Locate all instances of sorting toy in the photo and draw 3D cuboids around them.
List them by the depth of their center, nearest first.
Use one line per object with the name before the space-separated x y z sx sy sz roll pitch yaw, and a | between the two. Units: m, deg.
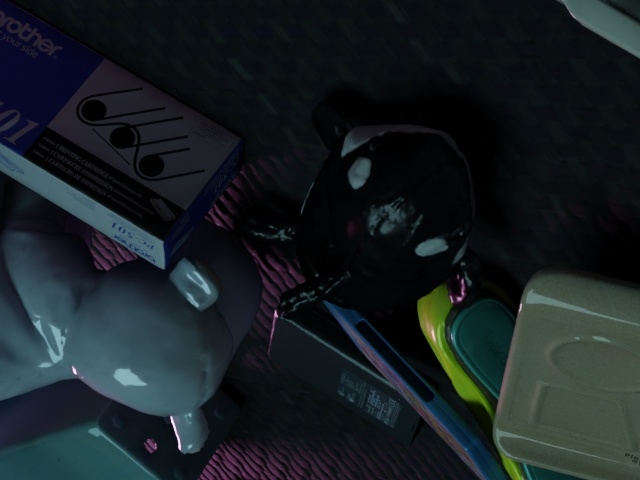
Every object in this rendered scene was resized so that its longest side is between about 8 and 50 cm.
sorting toy | 0.207 0.091 1.103 0.193 0.038 0.208 14 148 7

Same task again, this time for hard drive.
hard drive | 0.022 0.101 1.420 0.135 0.022 0.094 32 155 10

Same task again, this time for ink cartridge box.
ink cartridge box | -0.164 -0.075 1.260 0.207 0.097 0.046 31 155 12

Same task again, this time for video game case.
video game case | 0.066 0.105 1.284 0.166 0.015 0.119 46 176 30

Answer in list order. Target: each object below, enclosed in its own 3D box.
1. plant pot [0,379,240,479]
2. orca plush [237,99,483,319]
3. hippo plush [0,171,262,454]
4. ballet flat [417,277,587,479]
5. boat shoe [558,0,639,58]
plant pot | -0.189 0.181 1.681 0.165 0.165 0.234 43 148 -14
orca plush | 0.000 0.000 1.143 0.151 0.102 0.287 59 160 -15
hippo plush | -0.171 0.024 1.318 0.237 0.294 0.234 5 113 19
ballet flat | 0.134 0.108 1.240 0.231 0.077 0.077 55 166 -27
boat shoe | 0.078 -0.168 0.811 0.335 0.095 0.112 31 -169 19
